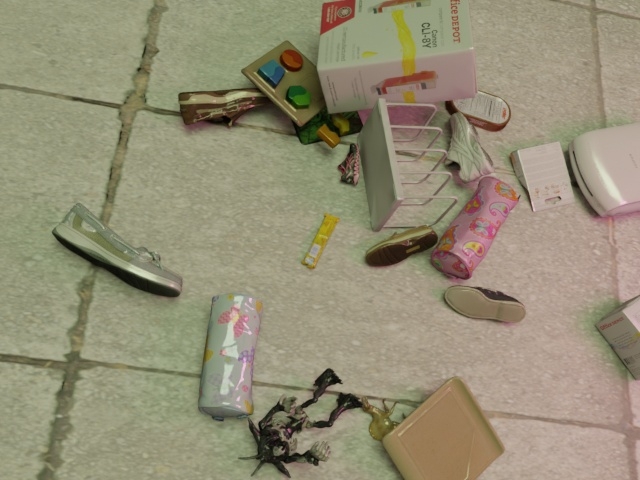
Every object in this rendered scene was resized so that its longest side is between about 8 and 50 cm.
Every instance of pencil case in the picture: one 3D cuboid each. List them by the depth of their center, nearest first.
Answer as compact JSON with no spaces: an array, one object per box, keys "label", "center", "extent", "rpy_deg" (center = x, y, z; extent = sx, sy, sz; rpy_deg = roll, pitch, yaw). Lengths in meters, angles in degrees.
[{"label":"pencil case","center":[-0.194,0.253,1.539],"extent":[0.124,0.113,0.273],"rpy_deg":[10,66,-16]},{"label":"pencil case","center":[0.398,-0.032,1.788],"extent":[0.124,0.124,0.284],"rpy_deg":[36,64,4]}]

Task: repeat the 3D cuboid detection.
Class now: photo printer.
[{"label":"photo printer","center":[0.856,-0.201,1.961],"extent":[0.307,0.107,0.256],"rpy_deg":[-11,70,-17]}]

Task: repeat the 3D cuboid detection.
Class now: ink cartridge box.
[{"label":"ink cartridge box","center":[0.815,0.234,1.758],"extent":[0.127,0.128,0.176],"rpy_deg":[-30,77,-22]},{"label":"ink cartridge box","center":[0.198,-0.494,1.794],"extent":[0.384,0.160,0.279],"rpy_deg":[-4,53,11]},{"label":"ink cartridge box","center":[0.620,-0.176,1.948],"extent":[0.145,0.045,0.179],"rpy_deg":[-13,89,-18]}]

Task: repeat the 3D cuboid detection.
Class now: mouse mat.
[{"label":"mouse mat","center":[0.011,-0.340,1.892],"extent":[0.189,0.007,0.153],"rpy_deg":[-15,72,-19]}]

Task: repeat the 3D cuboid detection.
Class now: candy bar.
[{"label":"candy bar","center":[0.000,0.000,1.739],"extent":[0.040,0.018,0.162],"rpy_deg":[25,65,3]}]

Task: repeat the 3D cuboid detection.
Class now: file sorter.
[{"label":"file sorter","center":[0.217,-0.189,1.773],"extent":[0.173,0.193,0.278],"rpy_deg":[-2,68,-16]}]

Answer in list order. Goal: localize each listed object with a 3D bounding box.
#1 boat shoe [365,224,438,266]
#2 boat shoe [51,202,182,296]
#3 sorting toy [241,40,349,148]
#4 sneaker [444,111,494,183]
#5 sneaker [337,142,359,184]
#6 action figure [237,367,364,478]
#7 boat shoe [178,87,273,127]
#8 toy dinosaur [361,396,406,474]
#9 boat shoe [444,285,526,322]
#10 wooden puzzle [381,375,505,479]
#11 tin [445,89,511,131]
[{"label":"boat shoe","center":[0.197,0.009,1.761],"extent":[0.189,0.068,0.072],"rpy_deg":[-16,37,-10]},{"label":"boat shoe","center":[-0.446,0.025,1.581],"extent":[0.320,0.118,0.103],"rpy_deg":[26,69,7]},{"label":"sorting toy","center":[-0.033,-0.389,1.837],"extent":[0.307,0.041,0.229],"rpy_deg":[43,48,2]},{"label":"sneaker","center":[0.377,-0.250,1.890],"extent":[0.090,0.115,0.232],"rpy_deg":[37,30,-43]},{"label":"sneaker","center":[0.073,-0.203,1.830],"extent":[0.057,0.047,0.119],"rpy_deg":[2,66,1]},{"label":"action figure","center":[-0.045,0.396,1.499],"extent":[0.275,0.141,0.164],"rpy_deg":[-38,91,-25]},{"label":"boat shoe","center":[-0.239,-0.341,1.806],"extent":[0.257,0.095,0.095],"rpy_deg":[-9,105,-23]},{"label":"toy dinosaur","center":[0.159,0.428,1.587],"extent":[0.092,0.053,0.183],"rpy_deg":[-29,76,-6]},{"label":"boat shoe","center":[0.409,0.153,1.754],"extent":[0.206,0.075,0.065],"rpy_deg":[14,22,0]},{"label":"wooden puzzle","center":[0.276,0.459,1.572],"extent":[0.238,0.044,0.221],"rpy_deg":[-34,97,-20]},{"label":"tin","center":[0.450,-0.375,1.986],"extent":[0.189,0.040,0.106],"rpy_deg":[17,69,-5]}]
